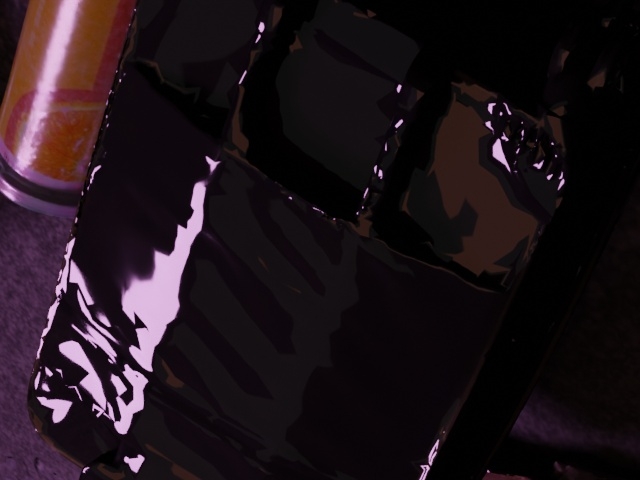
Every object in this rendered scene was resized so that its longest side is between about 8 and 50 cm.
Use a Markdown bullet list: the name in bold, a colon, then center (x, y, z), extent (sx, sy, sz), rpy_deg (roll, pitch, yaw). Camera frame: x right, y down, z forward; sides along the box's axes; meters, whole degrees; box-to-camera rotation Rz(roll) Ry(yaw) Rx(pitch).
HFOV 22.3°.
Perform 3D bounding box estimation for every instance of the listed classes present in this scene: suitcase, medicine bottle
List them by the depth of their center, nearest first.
- **suitcase**: center (0.000, 0.000, 0.921), extent (0.283, 0.194, 0.433), rpy_deg (31, 123, 15)
- **medicine bottle**: center (-0.113, -0.190, 0.951), extent (0.108, 0.108, 0.426), rpy_deg (36, 136, 10)

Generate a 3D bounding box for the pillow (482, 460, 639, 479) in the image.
- **pillow**: center (0.163, 0.201, 1.082), extent (0.248, 0.049, 0.135), rpy_deg (6, 125, 29)
